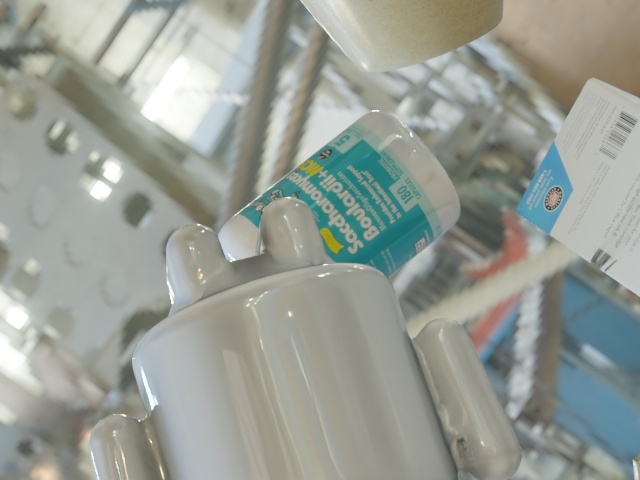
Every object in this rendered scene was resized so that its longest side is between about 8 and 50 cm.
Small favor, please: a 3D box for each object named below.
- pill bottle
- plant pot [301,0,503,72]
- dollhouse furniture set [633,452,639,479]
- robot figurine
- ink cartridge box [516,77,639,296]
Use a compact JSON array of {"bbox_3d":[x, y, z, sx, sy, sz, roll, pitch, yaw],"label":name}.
[{"bbox_3d":[0.000,0.000,1.824,0.264,0.146,0.146,-39,-5,-10],"label":"pill bottle"},{"bbox_3d":[0.045,-0.285,1.473,0.257,0.274,0.256,-20,15,6],"label":"plant pot"},{"bbox_3d":[0.375,0.218,1.559,0.144,0.151,0.123,-38,-45,-27],"label":"dollhouse furniture set"},{"bbox_3d":[-0.011,0.152,1.308,0.300,0.353,0.200,-16,-14,-5],"label":"robot figurine"},{"bbox_3d":[0.222,-0.017,1.158,0.060,0.180,0.104,17,-74,-46],"label":"ink cartridge box"}]
